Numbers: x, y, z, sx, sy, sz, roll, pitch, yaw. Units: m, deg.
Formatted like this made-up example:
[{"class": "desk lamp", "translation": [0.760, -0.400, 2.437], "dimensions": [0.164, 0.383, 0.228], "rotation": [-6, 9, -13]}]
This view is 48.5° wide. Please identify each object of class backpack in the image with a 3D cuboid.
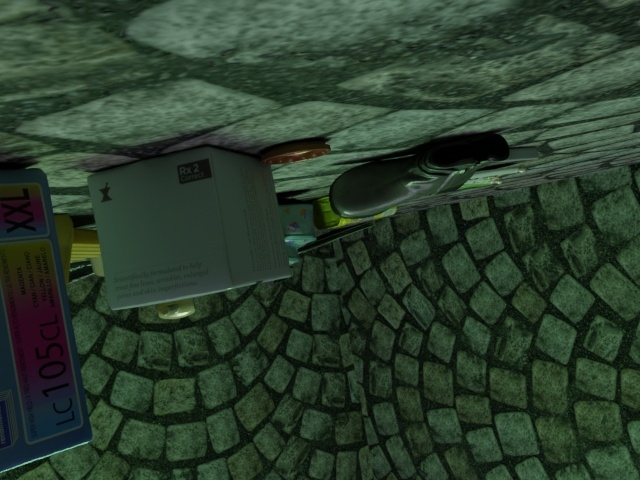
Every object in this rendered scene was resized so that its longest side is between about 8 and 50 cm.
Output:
[{"class": "backpack", "translation": [-0.101, -0.015, 1.417], "dimensions": [0.188, 0.144, 0.166], "rotation": [-12, 176, -22]}]

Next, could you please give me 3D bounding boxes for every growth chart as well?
[{"class": "growth chart", "translation": [0.305, -0.122, 1.412], "dimensions": [0.171, 0.021, 0.237], "rotation": [-9, 178, 0]}]

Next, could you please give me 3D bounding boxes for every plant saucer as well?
[{"class": "plant saucer", "translation": [-0.029, -0.103, 0.831], "dimensions": [0.083, 0.013, 0.083], "rotation": [-9, 180, 0]}]

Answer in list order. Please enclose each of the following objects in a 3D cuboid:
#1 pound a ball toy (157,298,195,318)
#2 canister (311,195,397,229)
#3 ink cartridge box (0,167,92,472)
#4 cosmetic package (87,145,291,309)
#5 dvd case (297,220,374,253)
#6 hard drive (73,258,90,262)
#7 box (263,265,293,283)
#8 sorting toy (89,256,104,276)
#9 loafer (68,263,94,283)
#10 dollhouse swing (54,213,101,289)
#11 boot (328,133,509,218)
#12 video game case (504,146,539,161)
[{"class": "pound a ball toy", "translation": [-0.249, 0.043, 1.341], "dimensions": [0.135, 0.208, 0.319], "rotation": [-9, 178, -15]}, {"class": "canister", "translation": [0.080, -0.076, 1.680], "dimensions": [0.169, 0.073, 0.126], "rotation": [-11, 180, -33]}, {"class": "ink cartridge box", "translation": [-0.407, 0.088, 0.553], "dimensions": [0.151, 0.270, 0.395], "rotation": [-13, 177, 41]}, {"class": "cosmetic package", "translation": [-0.143, -0.013, 0.819], "dimensions": [0.151, 0.152, 0.183], "rotation": [-11, 178, 18]}, {"class": "dvd case", "translation": [0.000, 0.000, 1.719], "dimensions": [0.221, 0.018, 0.164], "rotation": [-20, -176, -30]}, {"class": "hard drive", "translation": [-0.583, 0.033, 1.746], "dimensions": [0.254, 0.054, 0.172], "rotation": [-9, 179, -35]}, {"class": "box", "translation": [-0.151, 0.073, 1.500], "dimensions": [0.162, 0.029, 0.116], "rotation": [0, -176, 14]}, {"class": "sorting toy", "translation": [-0.434, 0.020, 1.660], "dimensions": [0.208, 0.038, 0.193], "rotation": [-8, 156, -14]}, {"class": "loafer", "translation": [-0.565, 0.055, 1.932], "dimensions": [0.302, 0.095, 0.109], "rotation": [-9, 179, -26]}, {"class": "dollhouse swing", "translation": [-0.511, 0.115, 1.176], "dimensions": [0.346, 0.315, 0.305], "rotation": [-11, 158, 27]}, {"class": "boot", "translation": [0.140, -0.106, 1.045], "dimensions": [0.246, 0.083, 0.161], "rotation": [-15, 173, -14]}, {"class": "video game case", "translation": [0.245, -0.135, 1.376], "dimensions": [0.204, 0.025, 0.285], "rotation": [-9, 179, -42]}]
